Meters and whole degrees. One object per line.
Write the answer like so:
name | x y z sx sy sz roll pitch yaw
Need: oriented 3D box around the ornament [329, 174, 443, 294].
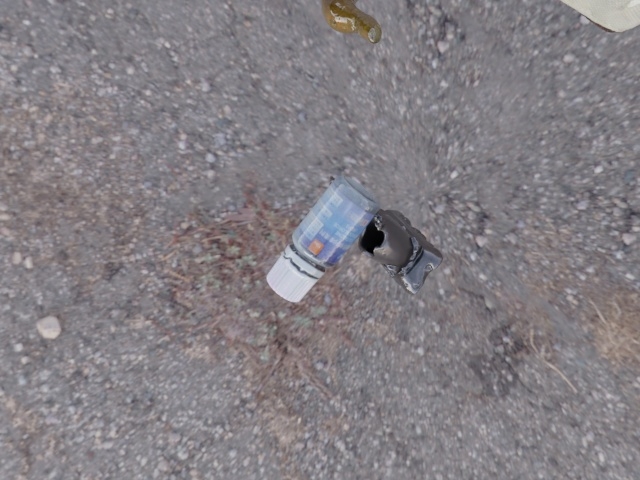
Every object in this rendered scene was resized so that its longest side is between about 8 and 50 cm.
ornament | 0.088 -0.039 1.375 0.106 0.251 0.260 -48 122 6

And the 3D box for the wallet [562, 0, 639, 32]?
wallet | 0.231 -0.359 0.762 0.335 0.275 0.068 33 81 4

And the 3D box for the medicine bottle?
medicine bottle | 0.000 0.000 1.111 0.083 0.083 0.203 40 106 4

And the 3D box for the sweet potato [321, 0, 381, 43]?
sweet potato | 0.054 -0.465 1.422 0.108 0.346 0.079 -10 129 7
